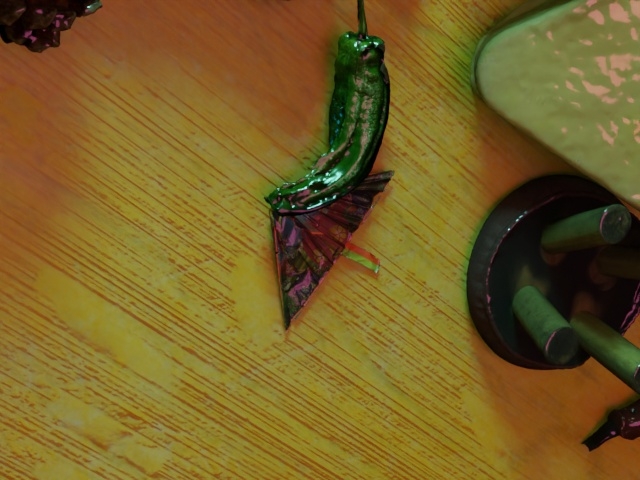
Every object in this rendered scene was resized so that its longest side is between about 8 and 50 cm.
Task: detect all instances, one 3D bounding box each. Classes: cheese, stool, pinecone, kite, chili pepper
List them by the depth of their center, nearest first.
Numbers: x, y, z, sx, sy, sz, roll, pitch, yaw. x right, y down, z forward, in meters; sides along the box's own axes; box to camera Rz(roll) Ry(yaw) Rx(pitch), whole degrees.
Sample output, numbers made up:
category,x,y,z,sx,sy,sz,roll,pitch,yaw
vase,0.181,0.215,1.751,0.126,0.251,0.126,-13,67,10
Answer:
category,x,y,z,sx,sy,sz,roll,pitch,yaw
pinecone,-0.298,-0.284,0.975,0.184,0.179,0.205,-32,127,33
chili pepper,0.026,-0.154,1.201,0.122,0.065,0.278,7,103,-47
cheese,0.358,-0.201,1.242,0.384,0.104,0.383,1,110,3
kite,0.000,0.000,1.263,0.183,0.014,0.241,30,90,-29
stool,0.342,0.060,1.329,0.272,0.178,0.271,-5,104,-22

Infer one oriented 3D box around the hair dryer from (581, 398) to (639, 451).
category,x,y,z,sx,sy,sz,roll,pitch,yaw
hair dryer,0.550,0.264,1.528,0.341,0.123,0.312,-24,122,-4
